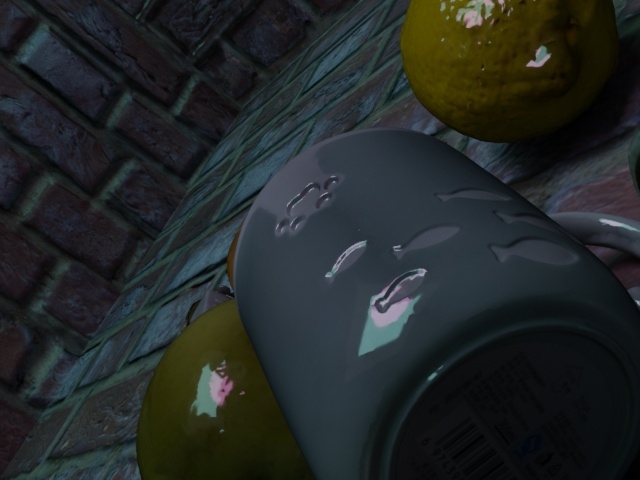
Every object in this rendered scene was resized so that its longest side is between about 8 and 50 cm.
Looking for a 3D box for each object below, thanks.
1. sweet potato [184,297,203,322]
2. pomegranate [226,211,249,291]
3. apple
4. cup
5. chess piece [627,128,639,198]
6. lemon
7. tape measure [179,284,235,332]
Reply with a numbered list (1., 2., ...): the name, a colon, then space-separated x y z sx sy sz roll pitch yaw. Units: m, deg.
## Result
1. sweet potato: -0.245 0.215 1.566 0.075 0.075 0.273 -37 25 39
2. pomegranate: -0.004 0.028 1.079 0.248 0.248 0.248 -45 18 19
3. apple: -0.072 0.194 0.886 0.295 0.233 0.258 -46 17 18
4. cup: 0.131 0.064 0.636 0.357 0.259 0.274 -15 27 -10
5. chess piece: 0.367 -0.095 0.541 0.298 0.176 0.176 -38 17 -1
6. lemon: 0.223 -0.238 0.992 0.245 0.245 0.320 -49 24 9
7. tape measure: -0.192 0.213 1.351 0.197 0.120 0.236 -57 18 22
